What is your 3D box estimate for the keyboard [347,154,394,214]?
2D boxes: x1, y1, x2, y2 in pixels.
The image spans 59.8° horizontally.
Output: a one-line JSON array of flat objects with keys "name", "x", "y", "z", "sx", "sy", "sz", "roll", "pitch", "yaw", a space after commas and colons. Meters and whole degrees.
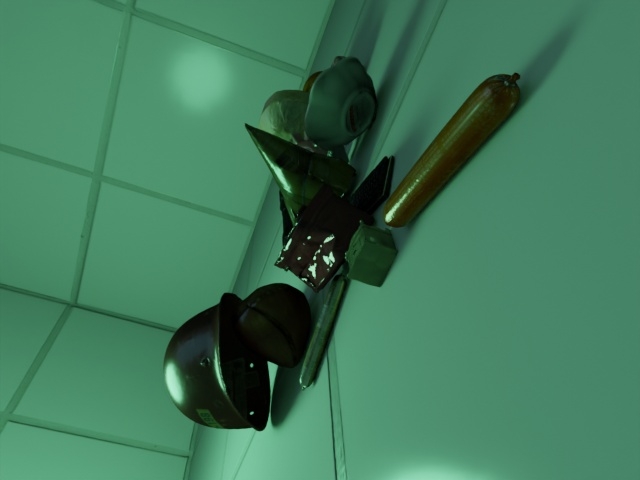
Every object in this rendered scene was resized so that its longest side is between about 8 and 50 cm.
[{"name": "keyboard", "x": 0.078, "y": -0.070, "z": 1.197, "sx": 0.317, "sy": 0.027, "sz": 0.106, "roll": 132, "pitch": 153, "yaw": -63}]

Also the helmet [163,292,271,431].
[{"name": "helmet", "x": -0.283, "y": 0.325, "z": 1.424, "sx": 0.385, "sy": 0.230, "sz": 0.338, "roll": 64, "pitch": -164, "yaw": -52}]

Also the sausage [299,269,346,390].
[{"name": "sausage", "x": 0.004, "y": 0.188, "z": 1.157, "sx": 0.033, "sy": 0.032, "sz": 0.269, "roll": -135, "pitch": 63, "yaw": -77}]

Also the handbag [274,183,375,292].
[{"name": "handbag", "x": 0.000, "y": 0.000, "z": 1.126, "sx": 0.146, "sy": 0.135, "sz": 0.225, "roll": -54, "pitch": -1, "yaw": -31}]

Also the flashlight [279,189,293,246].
[{"name": "flashlight", "x": -0.081, "y": -0.072, "z": 1.772, "sx": 0.424, "sy": 0.103, "sz": 0.103, "roll": -99, "pitch": 28, "yaw": -62}]

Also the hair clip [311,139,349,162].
[{"name": "hair clip", "x": 0.035, "y": -0.279, "z": 1.388, "sx": 0.054, "sy": 0.140, "sz": 0.220, "roll": 50, "pitch": 163, "yaw": 38}]

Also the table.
[{"name": "table", "x": 0.084, "y": 0.020, "z": 0.956, "sx": 0.083, "sy": 0.062, "sz": 0.079, "roll": -94, "pitch": 25, "yaw": -61}]

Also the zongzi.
[{"name": "zongzi", "x": -0.083, "y": -0.138, "z": 1.377, "sx": 0.260, "sy": 0.289, "sz": 0.123, "roll": 120, "pitch": 171, "yaw": -52}]

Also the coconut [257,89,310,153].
[{"name": "coconut", "x": -0.080, "y": -0.347, "z": 1.757, "sx": 0.259, "sy": 0.259, "sz": 0.259, "roll": -163, "pitch": 90, "yaw": -78}]

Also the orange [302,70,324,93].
[{"name": "orange", "x": 0.010, "y": -0.490, "z": 1.877, "sx": 0.154, "sy": 0.134, "sz": 0.155, "roll": -15, "pitch": 72, "yaw": 55}]

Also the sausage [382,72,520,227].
[{"name": "sausage", "x": 0.167, "y": -0.110, "z": 0.775, "sx": 0.348, "sy": 0.053, "sz": 0.053, "roll": 125, "pitch": 159, "yaw": -56}]

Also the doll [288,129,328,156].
[{"name": "doll", "x": -0.027, "y": -0.210, "z": 1.597, "sx": 0.261, "sy": 0.093, "sz": 0.211, "roll": -1, "pitch": 103, "yaw": 49}]

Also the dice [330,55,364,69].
[{"name": "dice", "x": 0.072, "y": -0.480, "z": 1.630, "sx": 0.094, "sy": 0.093, "sz": 0.091, "roll": -92, "pitch": 22, "yaw": -55}]

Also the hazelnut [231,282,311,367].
[{"name": "hazelnut", "x": -0.106, "y": 0.208, "z": 1.334, "sx": 0.208, "sy": 0.208, "sz": 0.208, "roll": -163, "pitch": 90, "yaw": -78}]

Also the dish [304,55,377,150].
[{"name": "dish", "x": 0.069, "y": -0.306, "z": 1.303, "sx": 0.081, "sy": 0.229, "sz": 0.230, "roll": 34, "pitch": 112, "yaw": 35}]
